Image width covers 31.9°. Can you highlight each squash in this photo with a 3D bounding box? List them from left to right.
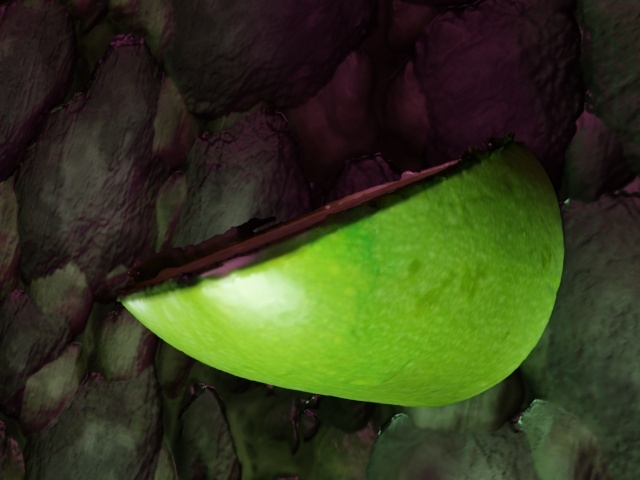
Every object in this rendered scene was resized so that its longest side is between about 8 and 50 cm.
[{"bbox_3d":[0.000,0.000,0.741,0.234,0.309,0.210,-16,65,30],"label":"squash"}]
